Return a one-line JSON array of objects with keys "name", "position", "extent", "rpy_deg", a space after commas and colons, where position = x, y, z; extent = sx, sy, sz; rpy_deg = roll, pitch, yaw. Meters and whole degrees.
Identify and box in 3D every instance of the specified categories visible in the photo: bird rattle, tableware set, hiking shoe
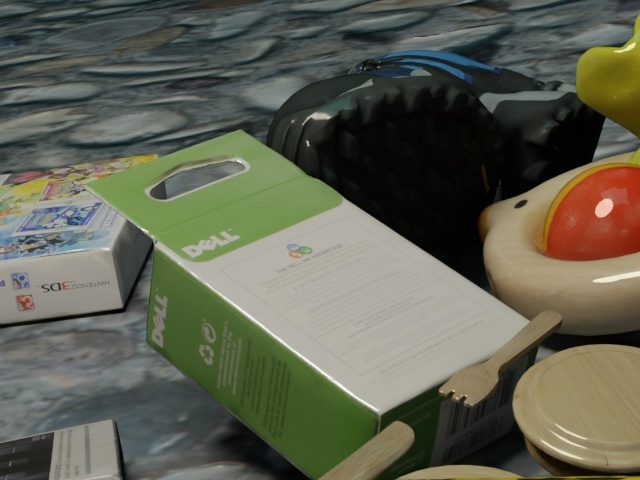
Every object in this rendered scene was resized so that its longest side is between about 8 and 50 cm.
[{"name": "bird rattle", "position": [0.191, -0.002, 1.039], "extent": [0.206, 0.143, 0.253], "rpy_deg": [-22, 31, -2]}, {"name": "tableware set", "position": [0.091, 0.105, 0.814], "extent": [0.128, 0.039, 0.194], "rpy_deg": [24, 40, 34]}, {"name": "hiking shoe", "position": [0.044, -0.052, 1.139], "extent": [0.132, 0.113, 0.304], "rpy_deg": [20, 12, 31]}]

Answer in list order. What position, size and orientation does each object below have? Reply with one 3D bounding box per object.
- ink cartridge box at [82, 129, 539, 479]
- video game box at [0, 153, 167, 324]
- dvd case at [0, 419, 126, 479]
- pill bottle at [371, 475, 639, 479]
[{"name": "ink cartridge box", "position": [-0.010, 0.032, 0.937], "extent": [0.109, 0.062, 0.209], "rpy_deg": [-24, 46, -38]}, {"name": "video game box", "position": [-0.204, 0.002, 1.281], "extent": [0.187, 0.048, 0.205], "rpy_deg": [-9, 18, 7]}, {"name": "dvd case", "position": [-0.203, 0.125, 0.862], "extent": [0.238, 0.030, 0.179], "rpy_deg": [-11, 3, -6]}, {"name": "pill bottle", "position": [0.057, 0.132, 0.615], "extent": [0.208, 0.119, 0.119], "rpy_deg": [-3, 19, 19]}]
